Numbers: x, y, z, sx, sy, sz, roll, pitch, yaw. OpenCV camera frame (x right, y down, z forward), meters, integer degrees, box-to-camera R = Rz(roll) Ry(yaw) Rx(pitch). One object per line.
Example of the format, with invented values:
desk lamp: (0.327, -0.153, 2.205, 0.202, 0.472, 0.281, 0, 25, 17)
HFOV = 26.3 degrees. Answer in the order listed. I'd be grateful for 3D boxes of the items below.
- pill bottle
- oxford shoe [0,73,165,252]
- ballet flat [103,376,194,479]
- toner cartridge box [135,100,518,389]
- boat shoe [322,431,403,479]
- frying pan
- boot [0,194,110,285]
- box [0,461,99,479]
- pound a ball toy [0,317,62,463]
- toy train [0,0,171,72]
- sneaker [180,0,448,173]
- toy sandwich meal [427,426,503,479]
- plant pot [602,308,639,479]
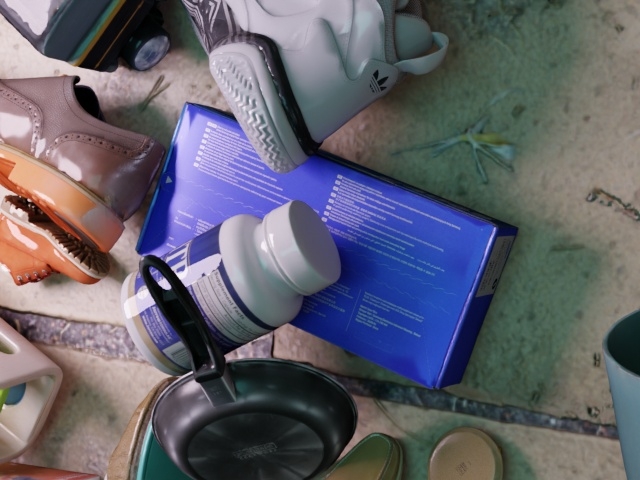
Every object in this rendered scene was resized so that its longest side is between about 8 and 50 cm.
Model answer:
pill bottle: (-0.080, 0.040, 1.260, 0.186, 0.112, 0.112, -28, 78, 22)
oxford shoe: (-0.301, -0.118, 1.446, 0.363, 0.130, 0.133, 32, 79, 32)
ballet flat: (-0.172, 0.311, 1.391, 0.124, 0.116, 0.343, -7, 90, 43)
toner cartridge box: (0.000, 0.000, 1.327, 0.347, 0.075, 0.165, 24, 98, 23)
boat shoe: (0.013, 0.253, 1.277, 0.068, 0.072, 0.190, 16, 64, 36)
frying pan: (-0.059, 0.137, 1.248, 0.197, 0.326, 0.053, -1, 48, -3)
boot: (-0.292, 0.021, 1.470, 0.158, 0.059, 0.085, 30, 104, 30)
box: (-0.339, 0.289, 1.440, 0.170, 0.130, 0.091, 3, 89, 23)
pound a ball toy: (-0.446, 0.132, 1.498, 0.319, 0.135, 0.208, 35, 113, 22)
toy train: (-0.294, -0.299, 1.402, 0.334, 0.190, 0.142, 46, 106, 18)
sneaker: (-0.028, -0.244, 1.317, 0.210, 0.137, 0.366, -28, 57, 0)
toy sandwich meal: (0.138, 0.218, 1.287, 0.085, 0.029, 0.086, -7, 75, 28)
plant pot: (0.374, 0.182, 1.053, 0.293, 0.293, 0.235, -2, 104, 24)
